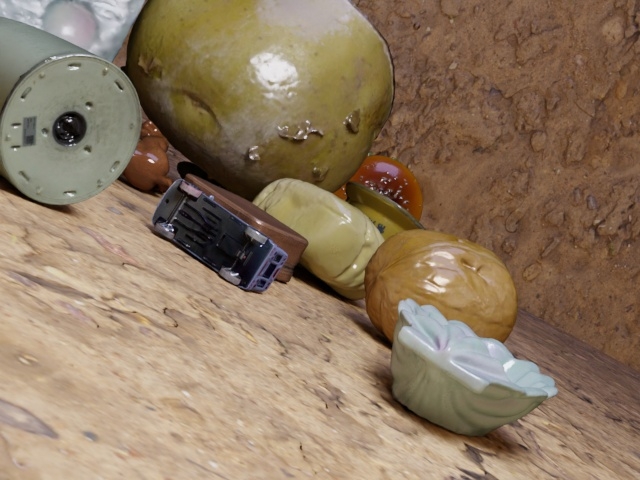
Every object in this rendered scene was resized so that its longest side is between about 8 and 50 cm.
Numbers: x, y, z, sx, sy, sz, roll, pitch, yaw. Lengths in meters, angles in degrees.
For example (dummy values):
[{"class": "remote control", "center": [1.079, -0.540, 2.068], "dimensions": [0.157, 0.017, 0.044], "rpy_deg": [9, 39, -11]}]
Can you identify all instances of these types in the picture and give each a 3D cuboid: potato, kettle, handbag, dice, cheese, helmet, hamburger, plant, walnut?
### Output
[{"class": "potato", "center": [-0.133, -0.230, 1.864], "dimensions": [0.442, 0.385, 0.319], "rpy_deg": [33, 47, 6]}, {"class": "kettle", "center": [-0.354, -0.156, 1.242], "dimensions": [0.240, 0.165, 0.255], "rpy_deg": [-12, 31, -37]}, {"class": "handbag", "center": [-0.113, -0.016, 1.594], "dimensions": [0.193, 0.072, 0.151], "rpy_deg": [31, 5, 42]}, {"class": "dice", "center": [-0.470, -0.420, 1.870], "dimensions": [0.348, 0.328, 0.330], "rpy_deg": [29, -8, -22]}, {"class": "cheese", "center": [0.000, 0.000, 1.747], "dimensions": [0.226, 0.117, 0.214], "rpy_deg": [26, -12, 40]}, {"class": "helmet", "center": [0.097, 0.020, 1.973], "dimensions": [0.205, 0.140, 0.257], "rpy_deg": [30, -7, 27]}, {"class": "hamburger", "center": [0.117, -0.080, 2.565], "dimensions": [0.246, 0.246, 0.170], "rpy_deg": [28, -6, -14]}, {"class": "plant", "center": [-0.177, -0.097, 2.033], "dimensions": [0.174, 0.087, 0.085], "rpy_deg": [26, -31, 4]}, {"class": "walnut", "center": [0.164, 0.082, 1.558], "dimensions": [0.225, 0.193, 0.193], "rpy_deg": [13, 14, -37]}]

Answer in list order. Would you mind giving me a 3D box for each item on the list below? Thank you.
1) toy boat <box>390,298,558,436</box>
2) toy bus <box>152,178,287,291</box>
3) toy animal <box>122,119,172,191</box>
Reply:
[{"class": "toy boat", "center": [0.152, 0.146, 1.247], "dimensions": [0.199, 0.100, 0.290], "rpy_deg": [30, 4, 20]}, {"class": "toy bus", "center": [-0.125, -0.005, 1.390], "dimensions": [0.167, 0.073, 0.076], "rpy_deg": [35, 4, 25]}, {"class": "toy animal", "center": [-0.319, -0.141, 1.684], "dimensions": [0.312, 0.097, 0.157], "rpy_deg": [29, 17, -23]}]
